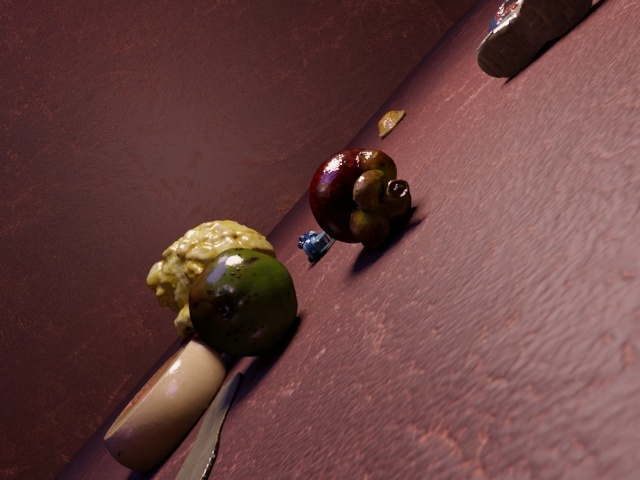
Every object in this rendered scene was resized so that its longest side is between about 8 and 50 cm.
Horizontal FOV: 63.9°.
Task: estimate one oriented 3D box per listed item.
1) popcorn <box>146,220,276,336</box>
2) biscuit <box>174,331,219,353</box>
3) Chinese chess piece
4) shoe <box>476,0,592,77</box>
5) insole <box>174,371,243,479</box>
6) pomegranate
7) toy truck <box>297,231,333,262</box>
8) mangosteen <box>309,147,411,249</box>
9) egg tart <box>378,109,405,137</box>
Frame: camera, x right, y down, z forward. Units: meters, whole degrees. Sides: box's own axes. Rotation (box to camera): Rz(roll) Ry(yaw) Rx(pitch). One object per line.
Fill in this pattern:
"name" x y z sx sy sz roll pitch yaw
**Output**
"popcorn" -0.220 0.094 1.111 0.293 0.237 0.293 -43 -31 -34
"biscuit" -0.266 0.201 1.432 0.407 0.091 0.407 -48 8 9
"Chinese chess piece" -0.301 0.318 1.011 0.273 0.102 0.273 -47 8 9
"shoe" 0.354 -0.375 0.837 0.227 0.099 0.126 -45 10 47
"insole" -0.172 0.298 0.748 0.119 0.009 0.348 -47 8 15
"pomegranate" -0.121 0.103 0.879 0.181 0.181 0.224 -48 -8 3
"toy truck" 0.000 0.000 1.123 0.090 0.056 0.073 -32 16 13
"mangosteen" 0.076 -0.068 0.791 0.181 0.156 0.145 -6 6 35
"egg tart" 0.244 -0.419 1.811 0.129 0.049 0.129 -46 10 11
